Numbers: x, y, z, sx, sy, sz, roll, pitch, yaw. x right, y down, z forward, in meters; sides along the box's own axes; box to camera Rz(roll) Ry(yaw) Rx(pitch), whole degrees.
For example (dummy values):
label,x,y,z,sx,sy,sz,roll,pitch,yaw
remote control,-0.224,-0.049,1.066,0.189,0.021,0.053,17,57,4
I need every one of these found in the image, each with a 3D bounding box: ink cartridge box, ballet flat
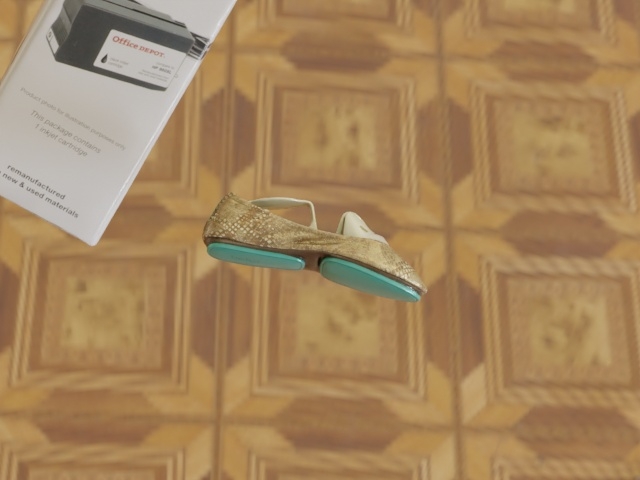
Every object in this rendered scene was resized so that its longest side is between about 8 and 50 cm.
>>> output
label,x,y,z,sx,sy,sz,roll,pitch,yaw
ink cartridge box,-0.199,-0.230,1.881,0.166,0.395,0.285,29,12,-11
ballet flat,0.000,0.000,1.622,0.206,0.073,0.067,15,70,-6
